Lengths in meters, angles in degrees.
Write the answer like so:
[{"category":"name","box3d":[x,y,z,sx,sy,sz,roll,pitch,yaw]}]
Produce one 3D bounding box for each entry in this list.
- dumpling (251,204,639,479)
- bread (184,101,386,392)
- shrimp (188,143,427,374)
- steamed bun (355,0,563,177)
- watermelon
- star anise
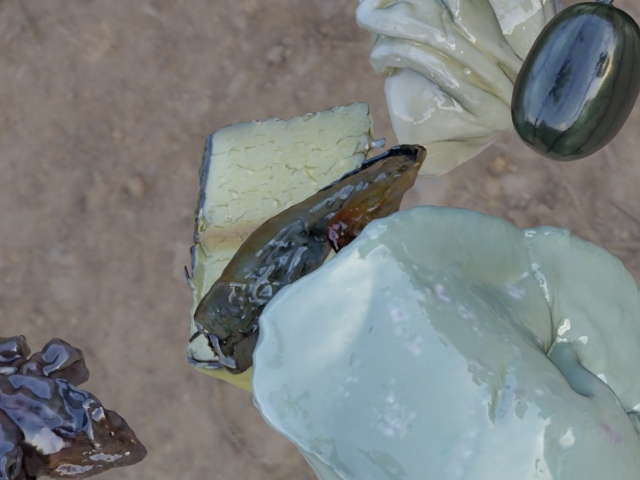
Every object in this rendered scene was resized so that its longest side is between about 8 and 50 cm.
[{"category":"dumpling","box3d":[0.105,0.135,0.902,0.211,0.321,0.270,-14,51,20]},{"category":"bread","box3d":[-0.031,0.014,1.281,0.178,0.142,0.266,1,55,4]},{"category":"shrimp","box3d":[0.001,0.001,0.980,0.173,0.058,0.253,-32,11,29]},{"category":"steamed bun","box3d":[0.165,-0.224,1.551,0.207,0.268,0.280,-14,38,15]},{"category":"watermelon","box3d":[0.164,-0.101,0.889,0.078,0.078,0.111,49,124,44]},{"category":"star anise","box3d":[-0.259,0.135,1.006,0.220,0.099,0.214,-23,39,-23]}]
